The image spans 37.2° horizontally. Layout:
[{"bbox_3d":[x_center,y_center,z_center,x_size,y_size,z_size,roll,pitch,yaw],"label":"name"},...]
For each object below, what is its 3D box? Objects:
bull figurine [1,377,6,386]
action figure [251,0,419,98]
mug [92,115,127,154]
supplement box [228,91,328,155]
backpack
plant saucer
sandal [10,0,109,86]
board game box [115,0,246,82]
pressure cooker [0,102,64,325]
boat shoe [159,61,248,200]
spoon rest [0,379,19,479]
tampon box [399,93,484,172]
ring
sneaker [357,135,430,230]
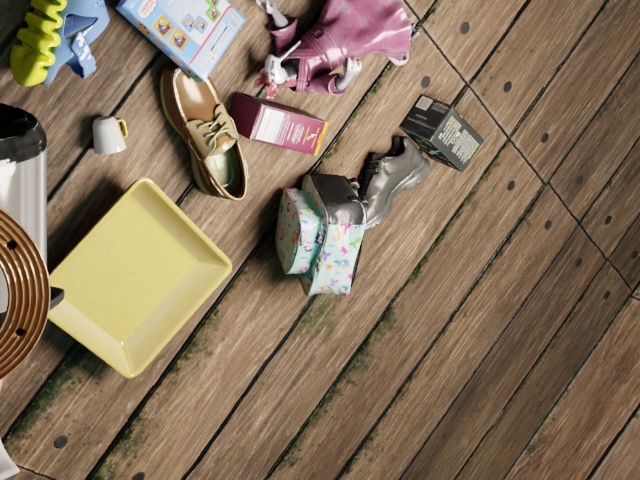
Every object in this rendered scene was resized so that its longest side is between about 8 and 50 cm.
[{"bbox_3d":[-0.671,0.262,1.805,0.188,0.101,0.310,23,96,-42],"label":"bull figurine"},{"bbox_3d":[0.006,-0.420,2.011,0.370,0.248,0.276,-35,174,-5],"label":"action figure"},{"bbox_3d":[-0.409,-0.207,1.826,0.062,0.078,0.064,-8,111,0],"label":"mug"},{"bbox_3d":[-0.092,-0.247,2.023,0.188,0.104,0.081,9,106,-41],"label":"supplement box"},{"bbox_3d":[0.000,0.000,2.147,0.191,0.225,0.253,-5,121,-14],"label":"backpack"},{"bbox_3d":[-0.392,0.072,1.954,0.333,0.081,0.333,-49,133,-10],"label":"plant saucer"},{"bbox_3d":[-0.429,-0.410,1.663,0.138,0.126,0.317,10,113,-46],"label":"sandal"},{"bbox_3d":[-0.259,-0.428,1.792,0.211,0.039,0.160,42,69,-33],"label":"board game box"},{"bbox_3d":[-0.630,-0.001,1.523,0.375,0.370,0.420,-7,112,-33],"label":"pressure cooker"},{"bbox_3d":[-0.218,-0.217,1.924,0.122,0.120,0.324,-37,130,-20],"label":"boat shoe"},{"bbox_3d":[-0.634,0.310,1.752,0.137,0.084,0.276,-21,109,-25],"label":"spoon rest"},{"bbox_3d":[0.298,-0.261,2.325,0.161,0.120,0.101,36,87,-44],"label":"tampon box"},{"bbox_3d":[-0.560,0.077,1.356,0.337,0.032,0.336,-6,112,-16],"label":"ring"},{"bbox_3d":[0.136,-0.138,2.283,0.286,0.109,0.130,-47,124,-20],"label":"sneaker"}]
